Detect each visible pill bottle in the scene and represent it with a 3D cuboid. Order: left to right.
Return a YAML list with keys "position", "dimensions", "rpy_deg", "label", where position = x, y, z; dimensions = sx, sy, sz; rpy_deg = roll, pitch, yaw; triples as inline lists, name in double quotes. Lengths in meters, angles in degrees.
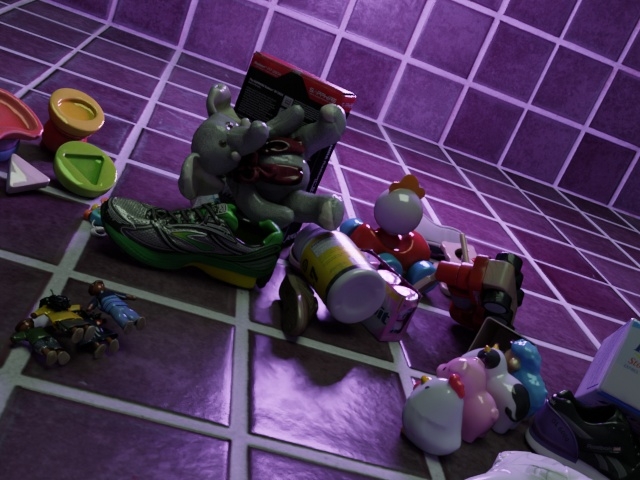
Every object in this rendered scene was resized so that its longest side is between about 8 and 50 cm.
- position: [0.030, 0.055, 1.459]
  dimensions: [0.119, 0.119, 0.208]
  rpy_deg: [10, 25, -31]
  label: "pill bottle"

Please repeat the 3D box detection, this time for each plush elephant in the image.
- position: [-0.134, -0.169, 1.482]
  dimensions: [0.329, 0.272, 0.255]
  rpy_deg: [-5, -23, 34]
  label: "plush elephant"

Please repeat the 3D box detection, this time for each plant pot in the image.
- position: [0.361, 0.221, 1.499]
  dimensions: [0.109, 0.109, 0.096]
  rpy_deg: [31, 10, 22]
  label: "plant pot"

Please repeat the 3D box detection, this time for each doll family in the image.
- position: [-0.345, 0.111, 1.084]
  dimensions: [0.111, 0.076, 0.193]
  rpy_deg: [31, 16, 33]
  label: "doll family"

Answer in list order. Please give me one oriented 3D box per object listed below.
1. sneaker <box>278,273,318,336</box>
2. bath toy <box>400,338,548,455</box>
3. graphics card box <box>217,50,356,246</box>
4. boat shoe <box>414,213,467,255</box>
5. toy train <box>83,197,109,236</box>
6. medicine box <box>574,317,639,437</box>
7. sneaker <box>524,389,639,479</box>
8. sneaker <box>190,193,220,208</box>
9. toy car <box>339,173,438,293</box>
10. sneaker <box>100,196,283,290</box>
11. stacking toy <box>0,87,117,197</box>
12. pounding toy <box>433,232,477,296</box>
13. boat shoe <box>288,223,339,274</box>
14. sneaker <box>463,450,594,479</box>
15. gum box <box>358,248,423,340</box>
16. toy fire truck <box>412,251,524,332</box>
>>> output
- position: [-0.030, 0.120, 1.391]
  dimensions: [0.071, 0.066, 0.188]
  rpy_deg: [22, 21, -17]
  label: "sneaker"
- position: [0.260, 0.251, 1.276]
  dimensions: [0.151, 0.129, 0.348]
  rpy_deg: [37, 25, 33]
  label: "bath toy"
- position: [-0.099, -0.198, 1.673]
  dimensions: [0.232, 0.371, 0.094]
  rpy_deg: [27, 16, 15]
  label: "graphics card box"
- position: [0.273, -0.017, 2.001]
  dimensions: [0.254, 0.079, 0.095]
  rpy_deg: [16, 61, -32]
  label: "boat shoe"
- position: [-0.369, -0.041, 1.469]
  dimensions: [0.166, 0.046, 0.125]
  rpy_deg: [5, 26, -39]
  label: "toy train"
- position: [0.631, 0.286, 1.378]
  dimensions: [0.263, 0.149, 0.289]
  rpy_deg: [29, -8, 16]
  label: "medicine box"
- position: [0.501, 0.351, 1.278]
  dimensions: [0.283, 0.124, 0.107]
  rpy_deg: [23, 21, 2]
  label: "sneaker"
- position: [-0.252, -0.061, 1.613]
  dimensions: [0.082, 0.071, 0.191]
  rpy_deg: [1, 28, -33]
  label: "sneaker"
- position: [0.188, -0.037, 1.763]
  dimensions: [0.210, 0.238, 0.219]
  rpy_deg: [11, 23, -28]
  label: "toy car"
- position: [-0.232, -0.026, 1.399]
  dimensions: [0.343, 0.146, 0.134]
  rpy_deg: [14, 36, -21]
  label: "sneaker"
- position: [-0.587, -0.176, 1.571]
  dimensions: [0.308, 0.130, 0.280]
  rpy_deg: [-5, 60, -46]
  label: "stacking toy"
- position: [0.378, 0.062, 1.828]
  dimensions: [0.154, 0.155, 0.269]
  rpy_deg: [14, 21, -9]
  label: "pounding toy"
- position: [-0.007, -0.003, 1.677]
  dimensions: [0.095, 0.095, 0.257]
  rpy_deg: [22, 20, -1]
  label: "boat shoe"
- position: [0.269, 0.365, 1.067]
  dimensions: [0.305, 0.114, 0.152]
  rpy_deg: [13, 8, -36]
  label: "sneaker"
- position: [0.112, 0.109, 1.505]
  dimensions: [0.062, 0.107, 0.188]
  rpy_deg: [6, 26, -39]
  label: "gum box"
- position: [0.289, 0.120, 1.603]
  dimensions: [0.246, 0.159, 0.217]
  rpy_deg: [12, -26, 23]
  label: "toy fire truck"
